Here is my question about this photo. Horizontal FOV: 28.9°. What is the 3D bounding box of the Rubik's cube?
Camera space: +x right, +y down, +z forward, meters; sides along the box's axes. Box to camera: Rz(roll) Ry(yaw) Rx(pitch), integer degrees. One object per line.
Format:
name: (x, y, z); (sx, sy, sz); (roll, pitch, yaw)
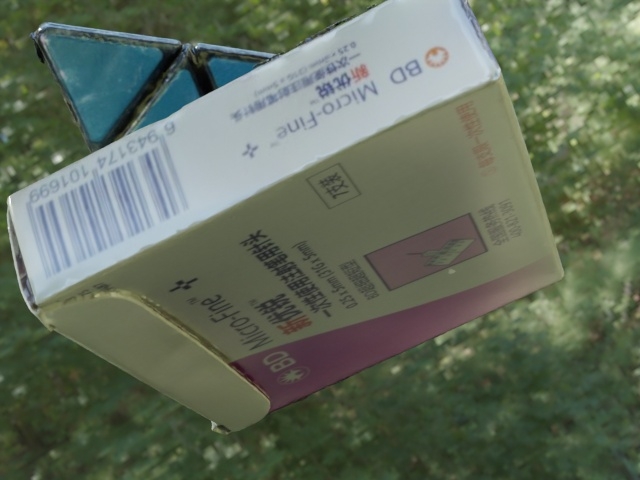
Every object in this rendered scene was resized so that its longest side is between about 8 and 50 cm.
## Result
Rubik's cube: (0.001, -0.061, 0.642); (0.178, 0.211, 0.190); (-15, 22, 19)

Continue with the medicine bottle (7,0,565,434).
medicine bottle: (0.000, 0.000, 0.472); (0.171, 0.052, 0.201); (-26, -24, 5)
